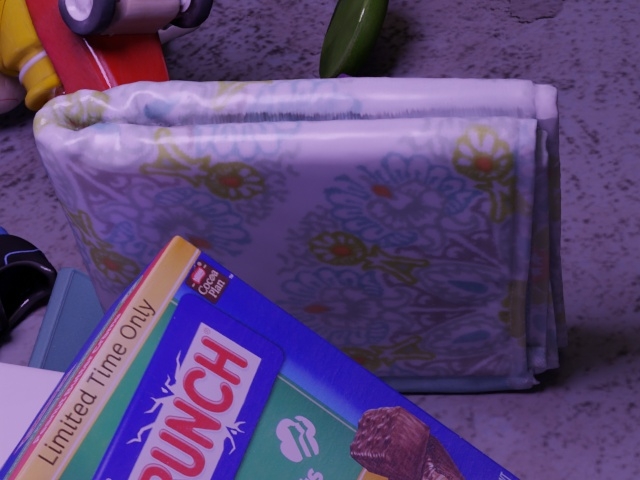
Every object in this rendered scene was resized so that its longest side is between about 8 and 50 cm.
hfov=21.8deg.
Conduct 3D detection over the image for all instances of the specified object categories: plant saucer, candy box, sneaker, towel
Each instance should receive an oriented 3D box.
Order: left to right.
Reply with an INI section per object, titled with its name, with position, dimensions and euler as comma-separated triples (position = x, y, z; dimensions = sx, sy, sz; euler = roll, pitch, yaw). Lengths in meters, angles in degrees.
[sneaker]
position = -0.329, 0.069, 1.414
dimensions = 0.090, 0.081, 0.232
euler = 27, 54, 37
[plant saucer]
position = -0.207, 0.101, 1.382
dimensions = 0.067, 0.018, 0.192
euler = 29, 43, -18
[candy box]
position = -0.048, 0.193, 1.107
dimensions = 0.317, 0.122, 0.268
euler = 35, 51, -7
[towel]
position = 0.000, 0.000, 1.266
dimensions = 0.374, 0.320, 0.090
euler = -1, 52, 7

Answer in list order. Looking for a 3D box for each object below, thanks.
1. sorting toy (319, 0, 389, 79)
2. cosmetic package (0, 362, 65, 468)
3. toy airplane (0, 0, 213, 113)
[sorting toy]
position = 0.078, -0.216, 1.655
dimensions = 0.126, 0.127, 0.366
euler = 19, 46, -14
[cosmetic package]
position = -0.327, 0.193, 1.234
dimensions = 0.365, 0.155, 0.197
euler = 9, 47, 16
[toy airplane]
position = -0.296, -0.246, 1.569
dimensions = 0.386, 0.272, 0.384
euler = 24, 35, -14
